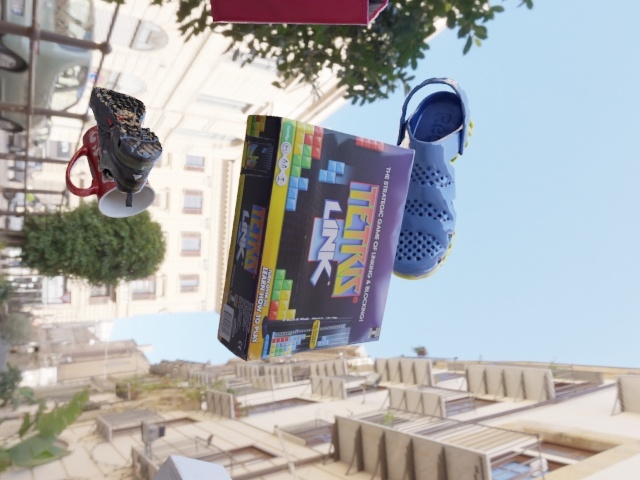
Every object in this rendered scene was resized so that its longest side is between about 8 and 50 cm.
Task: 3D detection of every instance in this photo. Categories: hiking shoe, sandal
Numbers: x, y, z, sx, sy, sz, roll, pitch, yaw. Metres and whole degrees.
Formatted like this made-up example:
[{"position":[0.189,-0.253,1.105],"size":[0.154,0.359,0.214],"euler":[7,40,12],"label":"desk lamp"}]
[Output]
[{"position":[-0.314,-0.151,0.741],"size":[0.114,0.086,0.227],"euler":[-59,-137,24],"label":"hiking shoe"},{"position":[0.143,-0.101,0.684],"size":[0.126,0.138,0.318],"euler":[7,-110,16],"label":"sandal"}]

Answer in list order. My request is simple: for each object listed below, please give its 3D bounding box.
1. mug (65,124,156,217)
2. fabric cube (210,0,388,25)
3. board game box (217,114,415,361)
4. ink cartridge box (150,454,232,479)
[{"position":[-0.427,-0.151,0.980],"size":[0.113,0.150,0.170],"euler":[-34,-112,17],"label":"mug"},{"position":[-0.026,-0.504,0.787],"size":[0.259,0.257,0.254],"euler":[-66,159,-55],"label":"fabric cube"},{"position":[0.000,0.000,0.383],"size":[0.048,0.140,0.171],"euler":[19,-77,49],"label":"board game box"},{"position":[-0.200,0.375,0.621],"size":[0.060,0.104,0.180],"euler":[33,-96,44],"label":"ink cartridge box"}]
